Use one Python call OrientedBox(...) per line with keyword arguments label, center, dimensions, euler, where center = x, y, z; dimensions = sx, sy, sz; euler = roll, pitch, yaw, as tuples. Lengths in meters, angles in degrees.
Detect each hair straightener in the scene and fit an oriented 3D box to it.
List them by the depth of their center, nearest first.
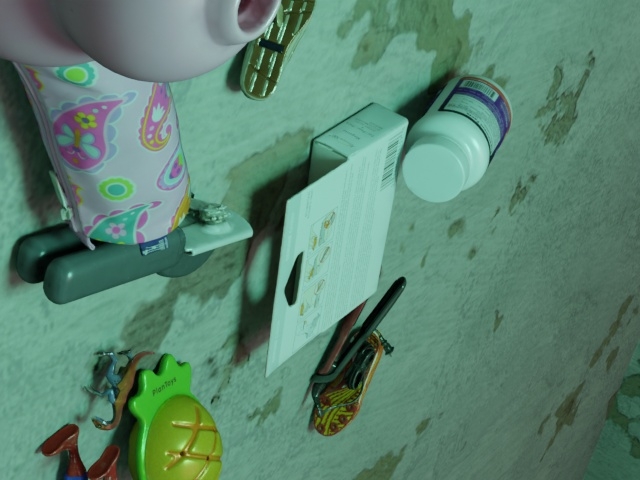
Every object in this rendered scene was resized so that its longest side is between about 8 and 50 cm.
OrientedBox(label="hair straightener", center=(0.062, 0.150, 1.736), dimensions=(0.230, 0.089, 0.047), euler=(-62, -170, 3))

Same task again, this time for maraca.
OrientedBox(label="maraca", center=(-0.166, 0.221, 1.396), dimensions=(0.127, 0.099, 0.186), euler=(-36, 121, -55))

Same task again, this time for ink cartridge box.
OrientedBox(label="ink cartridge box", center=(0.000, 0.000, 1.505), dimensions=(0.239, 0.060, 0.275), euler=(-34, 144, -42))

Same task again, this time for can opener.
OrientedBox(label="can opener", center=(-0.169, 0.013, 1.193), dimensions=(0.280, 0.074, 0.093), euler=(-16, 131, -55))

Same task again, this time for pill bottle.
OrientedBox(label="pill bottle", center=(0.170, -0.127, 1.574), dimensions=(0.193, 0.108, 0.108), euler=(-53, 158, -53))

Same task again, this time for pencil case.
OrientedBox(label="pencil case", center=(-0.180, -0.111, 0.996), dimensions=(0.124, 0.124, 0.284), euler=(-46, 152, -27))

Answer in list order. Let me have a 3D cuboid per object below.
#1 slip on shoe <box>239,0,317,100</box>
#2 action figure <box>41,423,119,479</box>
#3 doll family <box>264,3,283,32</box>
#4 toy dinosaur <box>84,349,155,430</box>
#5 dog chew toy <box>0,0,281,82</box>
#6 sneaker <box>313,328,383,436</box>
OrientedBox(label="slip on shoe", center=(-0.044, -0.203, 1.240), dimensions=(0.041, 0.051, 0.135), euler=(-149, -101, -76))
OrientedBox(label="action figure", center=(-0.273, 0.341, 1.329), dimensions=(0.139, 0.091, 0.280), euler=(-46, 151, -40))
OrientedBox(label="doll family", center=(-0.110, -0.213, 1.050), dimensions=(0.193, 0.111, 0.076), euler=(64, 30, -57))
OrientedBox(label="toy dinosaur", center=(-0.211, 0.155, 1.278), dimensions=(0.047, 0.090, 0.082), euler=(-4, 89, -43))
OrientedBox(label="dog chew toy", center=(-0.160, -0.193, 0.698), dimensions=(0.206, 0.331, 0.207), euler=(-43, 149, -33))
OrientedBox(label="sneaker", center=(0.048, 0.208, 1.806), dimensions=(0.175, 0.064, 0.067), euler=(-60, 165, 7))
